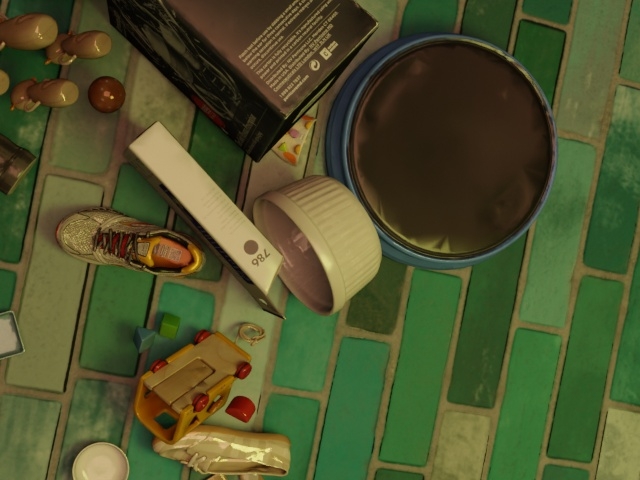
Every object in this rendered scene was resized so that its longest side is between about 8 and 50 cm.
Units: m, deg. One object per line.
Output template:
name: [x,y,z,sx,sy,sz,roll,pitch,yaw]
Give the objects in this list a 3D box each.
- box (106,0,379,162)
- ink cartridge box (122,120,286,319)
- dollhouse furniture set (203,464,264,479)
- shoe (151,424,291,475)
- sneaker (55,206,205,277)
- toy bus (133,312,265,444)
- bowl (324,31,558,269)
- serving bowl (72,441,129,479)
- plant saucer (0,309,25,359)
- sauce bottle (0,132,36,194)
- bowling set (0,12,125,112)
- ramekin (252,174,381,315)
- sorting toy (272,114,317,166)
box: [-0.124,-0.296,1.320,0.312,0.343,0.179,44,80,-3]
ink cartridge box: [-0.155,-0.028,1.426,0.065,0.165,0.332,-42,101,-11]
dollhouse furniture set: [-0.094,0.405,1.458,0.144,0.151,0.123,-30,98,-14]
shoe: [-0.148,0.325,1.475,0.219,0.076,0.058,7,53,-17]
sneaker: [-0.277,0.002,1.432,0.225,0.093,0.088,10,89,-14]
toy bus: [-0.185,0.217,1.450,0.202,0.191,0.104,8,128,-17]
bowl: [0.203,-0.145,1.559,0.391,0.077,0.391,0,91,-14]
serving bowl: [-0.332,0.344,1.459,0.083,0.027,0.083,0,92,-15]
plant saucer: [-0.535,0.159,1.409,0.192,0.018,0.067,-16,95,-13]
sauce bottle: [-0.558,-0.194,1.349,0.344,0.111,0.111,37,83,-13]
bowling set: [-0.391,-0.245,1.374,0.287,0.154,0.200,-59,134,-29]
ramekin: [0.000,0.000,1.450,0.109,0.207,0.207,-32,99,-21]
sorting toy: [-0.056,-0.170,1.517,0.075,0.045,0.083,22,86,5]
